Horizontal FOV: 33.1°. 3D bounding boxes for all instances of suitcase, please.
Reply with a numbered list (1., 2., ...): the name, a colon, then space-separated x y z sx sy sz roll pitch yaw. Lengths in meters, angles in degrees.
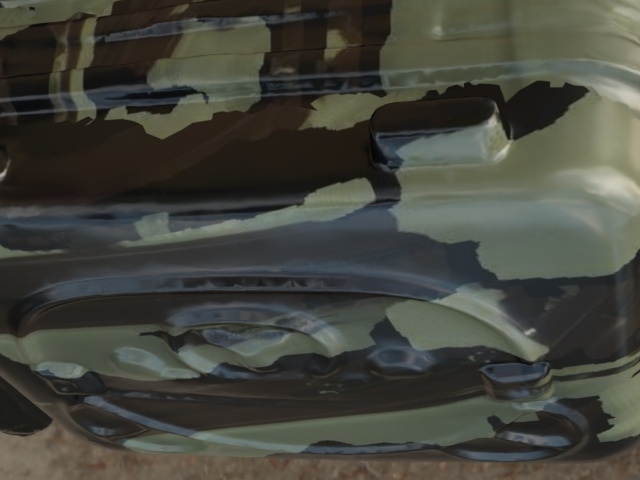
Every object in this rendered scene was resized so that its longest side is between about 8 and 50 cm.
1. suitcase: 0.000 0.000 0.535 0.351 0.194 0.339 -2 147 18

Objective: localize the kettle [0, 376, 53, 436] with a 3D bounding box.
1. kettle: -0.236 -0.024 0.906 0.203 0.308 0.262 22 144 -1
